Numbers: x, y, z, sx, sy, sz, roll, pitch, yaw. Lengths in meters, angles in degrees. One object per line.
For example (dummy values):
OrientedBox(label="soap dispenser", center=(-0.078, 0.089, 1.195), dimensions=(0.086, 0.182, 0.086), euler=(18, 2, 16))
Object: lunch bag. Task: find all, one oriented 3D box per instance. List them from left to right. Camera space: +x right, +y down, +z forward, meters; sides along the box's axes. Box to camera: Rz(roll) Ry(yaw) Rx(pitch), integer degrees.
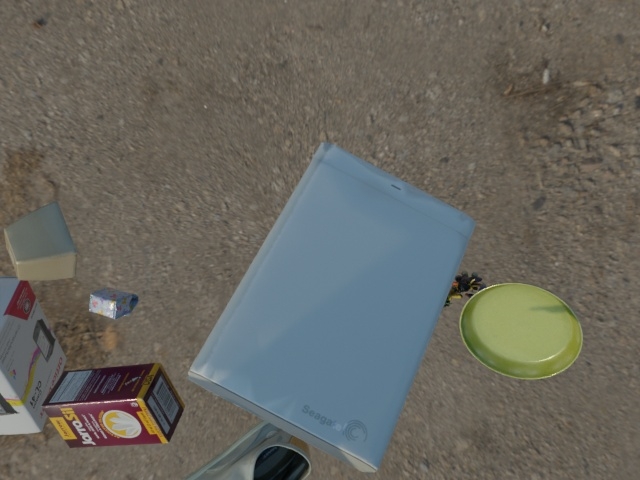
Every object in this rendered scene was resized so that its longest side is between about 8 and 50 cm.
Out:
OrientedBox(label="lunch bag", center=(-0.440, 0.132, 1.476), dimensions=(0.071, 0.083, 0.053), euler=(13, 108, 18))

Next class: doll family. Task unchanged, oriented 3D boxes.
OrientedBox(label="doll family", center=(0.316, 0.115, 1.572), dimensions=(0.193, 0.111, 0.076), euler=(-8, 96, 23))

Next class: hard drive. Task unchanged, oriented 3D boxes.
OrientedBox(label="hard drive", center=(0.025, 0.056, 0.732), dimensions=(0.203, 0.040, 0.307), euler=(28, 61, 1))

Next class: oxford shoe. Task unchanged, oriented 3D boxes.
OrientedBox(label="oxford shoe", center=(-0.193, 0.519, 1.323), dimensions=(0.449, 0.130, 0.169), euler=(-40, 121, -15))

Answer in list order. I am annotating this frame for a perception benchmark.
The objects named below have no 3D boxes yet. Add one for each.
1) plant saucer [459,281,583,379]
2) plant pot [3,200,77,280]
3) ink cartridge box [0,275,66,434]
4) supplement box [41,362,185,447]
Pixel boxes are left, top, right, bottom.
OrientedBox(label="plant saucer", center=(0.405, 0.177, 1.398), dimensions=(0.241, 0.037, 0.241), euler=(12, 124, 18))
OrientedBox(label="plant pot", center=(-0.494, 0.011, 1.210), dimensions=(0.096, 0.109, 0.109), euler=(-17, 71, -28))
OrientedBox(label="ink cartridge box", center=(-0.711, 0.263, 1.567), dimensions=(0.131, 0.226, 0.306), euler=(-3, 133, 4))
OrientedBox(label="supplement box", center=(-0.329, 0.265, 1.101), dimensions=(0.188, 0.081, 0.104), euler=(-8, 122, 18))
